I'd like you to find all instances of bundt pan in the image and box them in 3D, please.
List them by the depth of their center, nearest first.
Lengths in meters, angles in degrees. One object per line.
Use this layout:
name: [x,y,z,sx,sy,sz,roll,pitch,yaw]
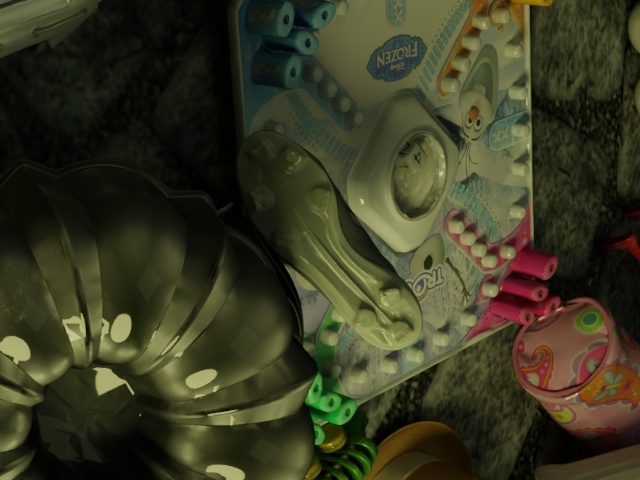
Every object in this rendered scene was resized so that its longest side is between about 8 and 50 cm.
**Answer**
bundt pan: [-0.145,0.115,0.997,0.330,0.124,0.331,-3,99,-21]

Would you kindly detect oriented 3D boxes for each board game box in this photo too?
board game box: [0.086,-0.056,1.392,0.390,0.050,0.390,-23,116,-44]

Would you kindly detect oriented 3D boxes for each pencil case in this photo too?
pencil case: [0.310,0.163,1.647,0.284,0.124,0.124,38,68,-44]

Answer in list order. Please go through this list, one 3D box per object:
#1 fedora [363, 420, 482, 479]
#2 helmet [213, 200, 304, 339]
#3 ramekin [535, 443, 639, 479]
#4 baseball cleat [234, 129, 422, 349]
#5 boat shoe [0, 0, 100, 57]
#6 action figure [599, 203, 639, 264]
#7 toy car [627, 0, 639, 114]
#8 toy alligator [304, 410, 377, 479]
fedora: [0.103,0.261,1.458,0.194,0.079,0.194,-9,102,-46]
helmet: [-0.093,0.067,1.166,0.169,0.169,0.162,-28,99,-42]
ramekin: [0.322,0.334,1.558,0.277,0.135,0.277,-21,90,-83]
baseball cleat: [0.000,0.000,1.225,0.072,0.109,0.206,-35,102,0]
boat shoe: [-0.201,-0.165,1.074,0.226,0.083,0.076,-23,125,-31]
action figure: [0.391,0.096,1.755,0.091,0.139,0.280,-45,104,-30]
toy car: [0.421,-0.203,1.693,0.159,0.136,0.182,-26,114,-42]
toy alligator: [-0.002,0.218,1.356,0.190,0.051,0.056,-46,127,-33]
